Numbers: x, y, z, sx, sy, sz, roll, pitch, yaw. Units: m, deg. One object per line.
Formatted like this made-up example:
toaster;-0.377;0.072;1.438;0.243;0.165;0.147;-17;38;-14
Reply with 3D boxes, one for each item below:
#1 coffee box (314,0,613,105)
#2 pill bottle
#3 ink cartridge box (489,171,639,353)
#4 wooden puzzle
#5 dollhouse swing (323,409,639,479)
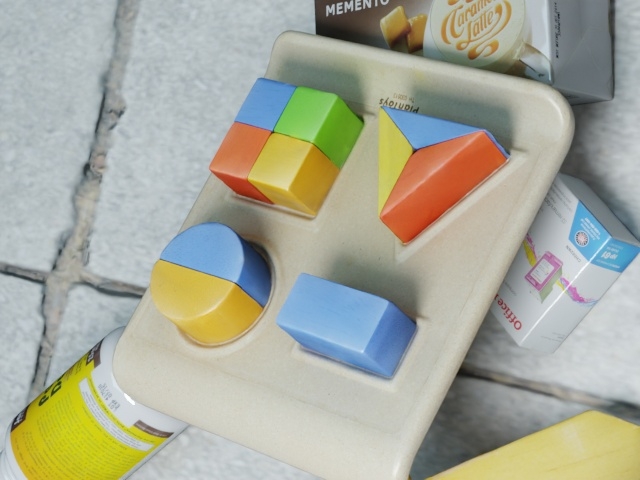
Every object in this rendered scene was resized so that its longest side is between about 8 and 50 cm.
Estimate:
coffee box;0.118;-0.177;1.615;0.246;0.098;0.141;-5;84;40
pill bottle;-0.223;0.183;1.831;0.215;0.117;0.117;-41;57;27
ink cartridge box;0.188;0.018;1.551;0.122;0.052;0.088;-53;52;21
wooden puzzle;0.000;0.000;1.526;0.322;0.080;0.348;17;77;39
dollhouse swing;0.148;0.353;1.509;0.315;0.305;0.347;98;152;-57
